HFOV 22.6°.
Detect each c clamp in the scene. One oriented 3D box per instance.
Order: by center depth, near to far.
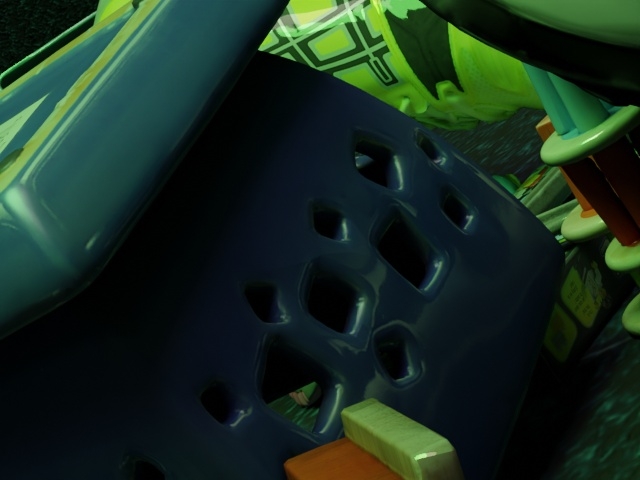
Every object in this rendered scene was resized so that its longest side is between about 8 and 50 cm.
[{"bbox_3d":[0.151,-0.045,0.771,0.137,0.022,0.160,-20,17,50],"label":"c clamp"}]

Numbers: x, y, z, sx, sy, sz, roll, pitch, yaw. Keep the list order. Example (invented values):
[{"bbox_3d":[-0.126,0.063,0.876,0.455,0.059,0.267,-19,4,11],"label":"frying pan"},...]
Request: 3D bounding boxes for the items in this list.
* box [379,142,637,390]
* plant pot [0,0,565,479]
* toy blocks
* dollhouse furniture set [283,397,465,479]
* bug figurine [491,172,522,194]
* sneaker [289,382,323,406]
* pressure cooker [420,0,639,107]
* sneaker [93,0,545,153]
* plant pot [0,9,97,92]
[{"bbox_3d":[0.113,0.011,0.799,0.114,0.036,0.207,-23,15,45],"label":"box"},{"bbox_3d":[-0.071,0.041,0.646,0.236,0.212,0.236,-26,23,37],"label":"plant pot"},{"bbox_3d":[0.118,-0.027,0.647,0.054,0.148,0.123,-33,11,1],"label":"toy blocks"},{"bbox_3d":[-0.078,0.145,0.336,0.259,0.135,0.262,-20,6,-11],"label":"dollhouse furniture set"},{"bbox_3d":[0.000,0.000,0.982,0.216,0.072,0.279,-14,4,-20],"label":"bug figurine"},{"bbox_3d":[-0.003,0.060,0.925,0.057,0.047,0.119,-24,11,-7],"label":"sneaker"},{"bbox_3d":[0.172,-0.224,0.480,0.370,0.376,0.420,13,17,38],"label":"pressure cooker"},{"bbox_3d":[0.031,-0.104,0.945,0.384,0.147,0.145,11,2,33],"label":"sneaker"},{"bbox_3d":[-0.090,-0.046,1.150,0.165,0.165,0.234,-35,-28,-8],"label":"plant pot"}]
